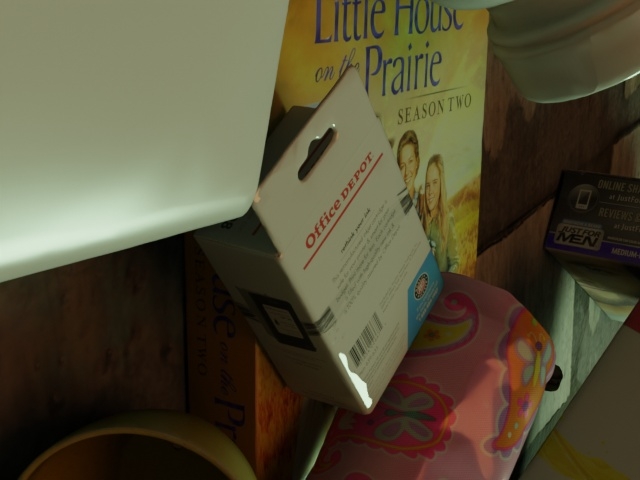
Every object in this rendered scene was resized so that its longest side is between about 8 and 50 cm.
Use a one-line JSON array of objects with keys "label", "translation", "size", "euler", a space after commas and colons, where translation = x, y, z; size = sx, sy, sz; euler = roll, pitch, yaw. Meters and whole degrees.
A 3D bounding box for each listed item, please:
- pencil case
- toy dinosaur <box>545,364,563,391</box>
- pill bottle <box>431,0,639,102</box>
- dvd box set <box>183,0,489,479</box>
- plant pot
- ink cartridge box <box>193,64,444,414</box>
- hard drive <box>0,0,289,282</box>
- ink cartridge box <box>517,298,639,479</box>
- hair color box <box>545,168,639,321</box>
[{"label": "pencil case", "translation": [0.046, 0.157, 0.624], "size": [0.284, 0.124, 0.124], "euler": [-59, 143, -27]}, {"label": "toy dinosaur", "translation": [0.152, 0.195, 0.978], "size": [0.268, 0.064, 0.118], "euler": [-19, 112, -50]}, {"label": "pill bottle", "translation": [0.096, -0.242, 0.553], "size": [0.319, 0.176, 0.176], "euler": [56, 49, -22]}, {"label": "dvd box set", "translation": [0.025, -0.009, 0.703], "size": [0.307, 0.062, 0.421], "euler": [-20, 116, -54]}, {"label": "plant pot", "translation": [-0.086, 0.142, 0.527], "size": [0.095, 0.134, 0.134], "euler": [-69, 162, -76]}, {"label": "ink cartridge box", "translation": [0.000, 0.000, 0.554], "size": [0.104, 0.060, 0.180], "euler": [-55, 139, -28]}, {"label": "hard drive", "translation": [-0.106, -0.083, 0.304], "size": [0.307, 0.040, 0.203], "euler": [-20, 125, -58]}, {"label": "ink cartridge box", "translation": [0.329, 0.239, 1.037], "size": [0.385, 0.160, 0.279], "euler": [-55, 154, -4]}, {"label": "hair color box", "translation": [0.417, 0.030, 1.229], "size": [0.339, 0.185, 0.110], "euler": [36, 70, -55]}]
